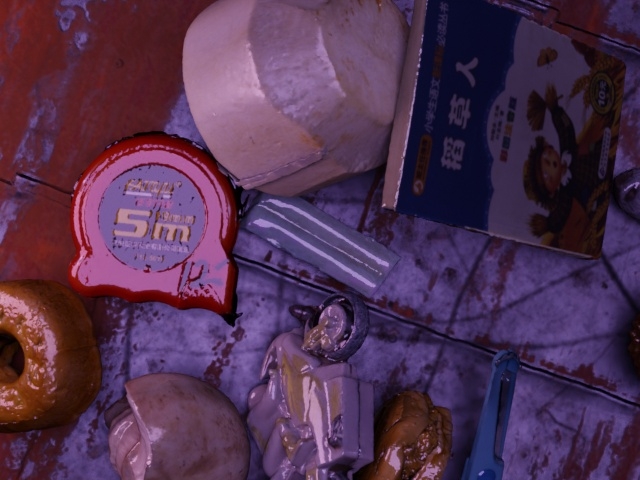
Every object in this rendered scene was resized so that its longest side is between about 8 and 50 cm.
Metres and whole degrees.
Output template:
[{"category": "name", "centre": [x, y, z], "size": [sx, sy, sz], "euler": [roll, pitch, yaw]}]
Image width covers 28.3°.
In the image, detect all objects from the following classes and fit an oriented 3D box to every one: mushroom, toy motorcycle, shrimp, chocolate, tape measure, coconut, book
[{"category": "mushroom", "centre": [-0.193, 0.290, 1.726], "size": [0.189, 0.195, 0.253], "euler": [4, 115, -24]}, {"category": "toy motorcycle", "centre": [-0.021, 0.244, 1.723], "size": [0.108, 0.223, 0.340], "euler": [19, 64, -41]}, {"category": "shrimp", "centre": [-0.001, 0.113, 1.817], "size": [0.092, 0.029, 0.038], "euler": [4, 86, -8]}, {"category": "chocolate", "centre": [0.497, -0.050, 1.840], "size": [0.167, 0.072, 0.072], "euler": [28, 86, -3]}, {"category": "tape measure", "centre": [-0.220, -0.021, 1.761], "size": [0.253, 0.114, 0.260], "euler": [7, 89, -2]}, {"category": "coconut", "centre": [-0.031, -0.216, 1.702], "size": [0.323, 0.323, 0.322], "euler": [0, 87, -4]}, {"category": "book", "centre": [0.263, -0.149, 1.723], "size": [0.428, 0.039, 0.300], "euler": [11, 86, -41]}]

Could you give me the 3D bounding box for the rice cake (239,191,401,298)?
[{"category": "rice cake", "centre": [0.000, 0.000, 1.816], "size": [0.226, 0.040, 0.085], "euler": [30, 84, -2]}]

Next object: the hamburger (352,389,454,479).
[{"category": "hamburger", "centre": [0.111, 0.308, 1.726], "size": [0.108, 0.214, 0.213], "euler": [21, 86, -3]}]

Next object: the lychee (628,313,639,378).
[{"category": "lychee", "centre": [0.554, 0.153, 1.776], "size": [0.238, 0.200, 0.200], "euler": [2, 87, 18]}]

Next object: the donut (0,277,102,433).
[{"category": "donut", "centre": [-0.406, 0.157, 1.717], "size": [0.227, 0.114, 0.226], "euler": [1, 93, 24]}]

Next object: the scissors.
[{"category": "scissors", "centre": [0.215, 0.329, 1.750], "size": [0.180, 0.032, 0.392], "euler": [1, 109, -27]}]
